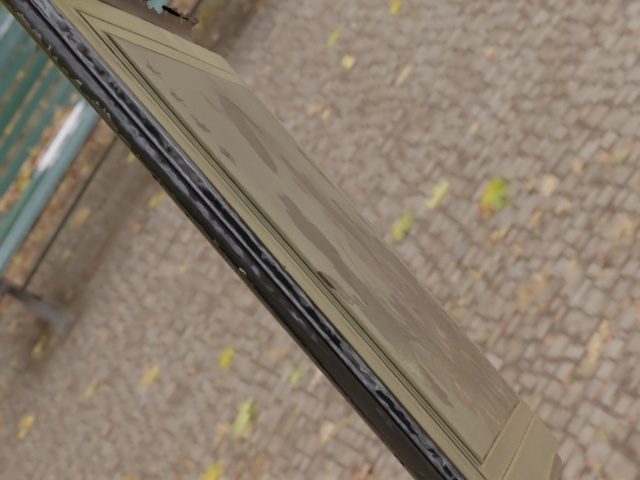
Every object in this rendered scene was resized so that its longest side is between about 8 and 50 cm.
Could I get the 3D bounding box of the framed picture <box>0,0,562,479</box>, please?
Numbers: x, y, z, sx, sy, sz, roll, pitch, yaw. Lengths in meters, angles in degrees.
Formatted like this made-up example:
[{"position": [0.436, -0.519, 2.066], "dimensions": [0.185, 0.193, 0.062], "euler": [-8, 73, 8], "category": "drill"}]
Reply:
[{"position": [0.000, 0.000, 0.397], "dimensions": [0.010, 0.195, 0.199], "euler": [-43, -7, 8], "category": "framed picture"}]
